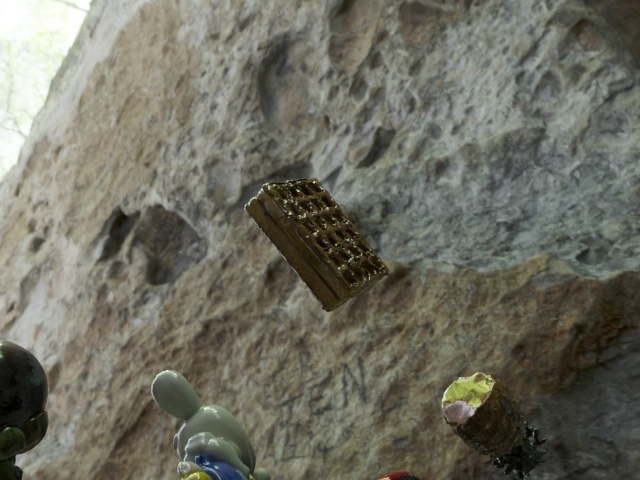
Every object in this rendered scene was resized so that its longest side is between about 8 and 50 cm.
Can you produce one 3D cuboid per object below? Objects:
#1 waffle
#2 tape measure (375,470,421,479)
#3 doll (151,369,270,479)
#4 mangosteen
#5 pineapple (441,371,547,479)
[{"bbox_3d":[0.001,-0.001,1.256,0.308,0.213,0.091,52,-58,12],"label":"waffle"},{"bbox_3d":[0.126,0.596,1.159,0.260,0.253,0.114,-34,-134,-11],"label":"tape measure"},{"bbox_3d":[-0.208,0.477,1.117,0.187,0.376,0.365,-51,-158,5],"label":"doll"},{"bbox_3d":[-0.715,0.355,1.167,0.300,0.300,0.300,-16,-113,44],"label":"mangosteen"},{"bbox_3d":[0.380,0.412,1.192,0.157,0.279,0.158,-34,-161,14],"label":"pineapple"}]
